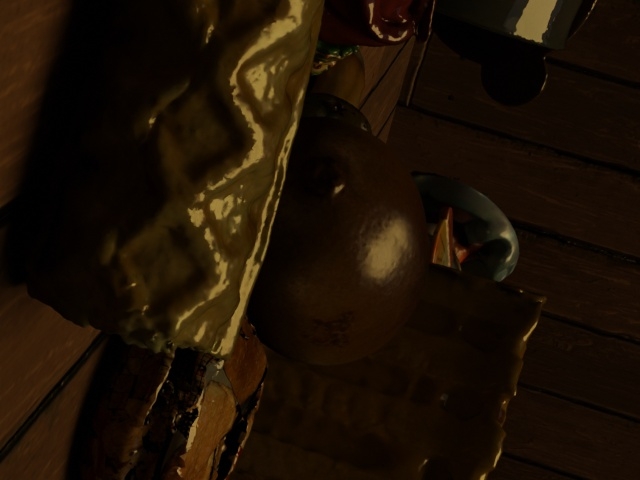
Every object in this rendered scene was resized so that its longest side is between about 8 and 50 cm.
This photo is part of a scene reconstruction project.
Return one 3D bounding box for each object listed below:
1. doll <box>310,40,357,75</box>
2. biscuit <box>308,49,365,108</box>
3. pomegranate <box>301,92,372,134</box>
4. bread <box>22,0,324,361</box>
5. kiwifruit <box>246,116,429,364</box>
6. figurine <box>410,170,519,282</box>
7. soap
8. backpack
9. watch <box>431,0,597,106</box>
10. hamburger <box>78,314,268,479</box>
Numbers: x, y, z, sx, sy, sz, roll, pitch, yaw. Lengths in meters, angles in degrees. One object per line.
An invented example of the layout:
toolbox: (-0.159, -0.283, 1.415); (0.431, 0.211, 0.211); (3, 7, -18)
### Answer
doll: (-0.011, -0.210, 1.506); (0.078, 0.076, 0.113); (-41, -171, -30)
biscuit: (-0.016, -0.075, 1.776); (0.237, 0.062, 0.290); (102, 9, -52)
pomegranate: (-0.006, -0.091, 1.562); (0.114, 0.115, 0.142); (-66, -179, -51)
bread: (-0.077, -0.070, 0.816); (0.152, 0.130, 0.267); (27, -78, 58)
kiwifruit: (0.000, 0.000, 1.246); (0.234, 0.196, 0.196); (89, 19, -67)
figurine: (0.046, 0.093, 1.694); (0.388, 0.248, 0.276); (-56, 164, -34)
soap: (0.019, 0.147, 1.393); (0.156, 0.335, 0.293); (100, 7, -59)
backpack: (0.045, -0.285, 1.263); (0.229, 0.139, 0.229); (11, 90, -82)
watch: (0.165, -0.346, 1.724); (0.327, 0.335, 0.314); (-3, 118, -64)
hamburger: (-0.120, 0.146, 1.175); (0.231, 0.107, 0.231); (22, 90, -81)
